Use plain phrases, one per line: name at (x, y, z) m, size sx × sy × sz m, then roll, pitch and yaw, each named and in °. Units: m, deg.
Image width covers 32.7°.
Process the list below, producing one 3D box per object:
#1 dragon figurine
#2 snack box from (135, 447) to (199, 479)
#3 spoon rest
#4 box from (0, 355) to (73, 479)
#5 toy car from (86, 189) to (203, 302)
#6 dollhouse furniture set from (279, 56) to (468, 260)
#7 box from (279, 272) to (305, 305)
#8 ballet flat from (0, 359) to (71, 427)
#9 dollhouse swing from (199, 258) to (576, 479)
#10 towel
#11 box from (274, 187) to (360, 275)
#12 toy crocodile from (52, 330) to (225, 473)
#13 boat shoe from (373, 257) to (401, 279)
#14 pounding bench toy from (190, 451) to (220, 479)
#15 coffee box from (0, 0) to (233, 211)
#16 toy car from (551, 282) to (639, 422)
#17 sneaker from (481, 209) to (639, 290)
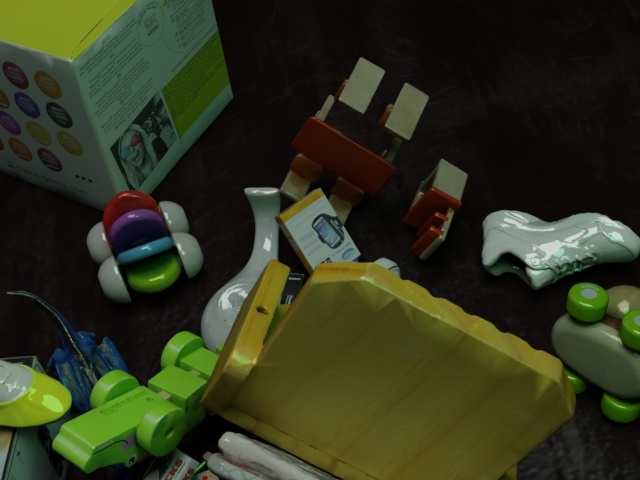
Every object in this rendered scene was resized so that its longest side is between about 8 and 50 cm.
dragon figurine at (-0.305, 0.179, 1.445) m, size 0.085 × 0.289 × 0.144 m, roll -29°, pitch 11°, yaw -20°
snack box at (-0.222, 0.339, 1.354) m, size 0.064 × 0.022 × 0.178 m, roll 20°, pitch 72°, yaw 43°
spoon rest at (-0.098, 0.057, 1.622) m, size 0.137 × 0.084 × 0.276 m, roll 2°, pitch 61°, yaw 13°
box at (-0.395, 0.309, 1.361) m, size 0.087 × 0.169 × 0.290 m, roll -6°, pitch 48°, yaw 8°
toy car at (-0.274, -0.005, 1.656) m, size 0.159 × 0.136 × 0.182 m, roll -20°, pitch 47°, yaw -9°
dollhouse furniture set at (0.081, -0.098, 1.621) m, size 0.259 × 0.262 × 0.135 m, roll 30°, pitch 54°, yaw -6°
box at (-0.042, 0.142, 1.491) m, size 0.029 × 0.116 × 0.162 m, roll 3°, pitch 48°, yaw 9°
ballet flat at (-0.415, 0.172, 1.324) m, size 0.231 × 0.077 × 0.077 m, roll 8°, pitch 49°, yaw 20°
dollhouse swing at (0.094, 0.115, 1.230) m, size 0.347 × 0.305 × 0.315 m, roll 28°, pitch 31°, yaw -5°
towel at (0.073, 0.317, 1.176) m, size 0.317 × 0.332 × 0.053 m, roll 22°, pitch 82°, yaw 31°
box at (0.000, 0.000, 1.633) m, size 0.081 × 0.136 × 0.028 m, roll -35°, pitch 12°, yaw -22°
toy crocodile at (-0.189, 0.208, 1.383) m, size 0.115 × 0.105 × 0.340 m, roll 22°, pitch 30°, yaw 29°
boat shoe at (0.056, 0.141, 1.492) m, size 0.088 × 0.096 × 0.267 m, roll 22°, pitch 55°, yaw 22°
pounding bench toy at (-0.159, 0.316, 1.390) m, size 0.065 × 0.052 × 0.083 m, roll -18°, pitch 46°, yaw -6°
coffee box at (-0.395, -0.304, 1.824) m, size 0.337 × 0.334 × 0.338 m, roll 19°, pitch 53°, yaw 25°
toy car at (0.409, 0.114, 1.429) m, size 0.149 × 0.155 × 0.188 m, roll 30°, pitch 46°, yaw 32°
sneaker at (0.341, 0.026, 1.567) m, size 0.232 × 0.090 × 0.115 m, roll 1°, pitch 53°, yaw 23°
